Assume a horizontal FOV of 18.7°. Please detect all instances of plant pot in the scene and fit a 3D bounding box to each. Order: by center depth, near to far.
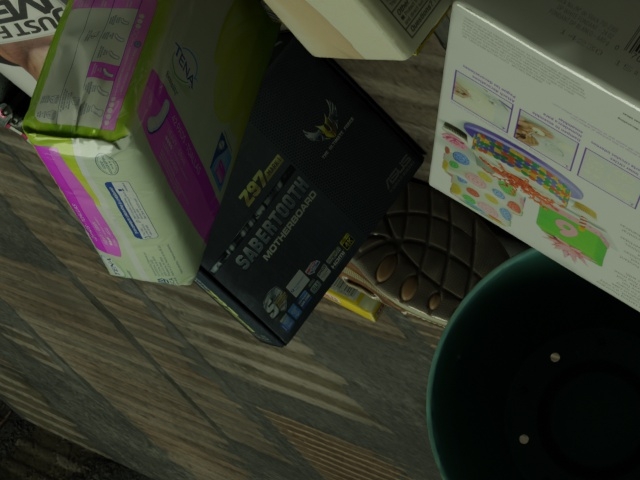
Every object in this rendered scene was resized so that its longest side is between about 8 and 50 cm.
[{"bbox_3d":[0.247,0.153,1.728,0.293,0.293,0.235,32,177,10],"label":"plant pot"}]

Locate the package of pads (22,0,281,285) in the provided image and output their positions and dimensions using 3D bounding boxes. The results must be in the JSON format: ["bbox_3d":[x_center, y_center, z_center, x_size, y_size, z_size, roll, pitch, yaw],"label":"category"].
[{"bbox_3d":[-0.132,-0.146,1.605,0.101,0.296,0.229,7,151,18],"label":"package of pads"}]

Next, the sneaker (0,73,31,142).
[{"bbox_3d":[-0.286,-0.130,2.191,0.178,0.124,0.295,23,167,47],"label":"sneaker"}]

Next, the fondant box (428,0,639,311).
[{"bbox_3d":[0.214,-0.079,1.480,0.238,0.096,0.330,32,161,12],"label":"fondant box"}]

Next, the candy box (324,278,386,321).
[{"bbox_3d":[0.000,0.000,2.042,0.206,0.105,0.027,26,160,28],"label":"candy box"}]

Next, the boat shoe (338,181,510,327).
[{"bbox_3d":[0.076,0.007,1.929,0.324,0.123,0.116,34,168,34],"label":"boat shoe"}]

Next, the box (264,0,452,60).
[{"bbox_3d":[-0.026,-0.278,1.331,0.311,0.148,0.121,48,159,-29],"label":"box"}]

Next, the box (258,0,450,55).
[{"bbox_3d":[0.020,-0.202,1.585,0.169,0.054,0.059,18,155,41],"label":"box"}]

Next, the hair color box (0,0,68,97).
[{"bbox_3d":[-0.219,-0.203,1.778,0.174,0.105,0.347,-5,149,39],"label":"hair color box"}]

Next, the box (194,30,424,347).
[{"bbox_3d":[-0.038,-0.048,1.785,0.183,0.232,0.059,44,162,-23],"label":"box"}]
